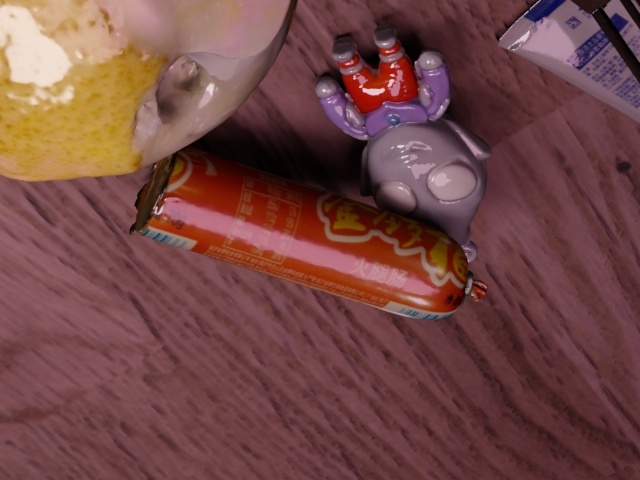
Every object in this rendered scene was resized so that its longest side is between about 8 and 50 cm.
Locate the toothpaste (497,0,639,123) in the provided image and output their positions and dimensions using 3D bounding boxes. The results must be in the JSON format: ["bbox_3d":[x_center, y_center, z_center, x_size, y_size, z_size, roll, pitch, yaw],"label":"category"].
[{"bbox_3d":[0.254,-0.126,1.491,0.266,0.061,0.096,26,121,-33],"label":"toothpaste"}]

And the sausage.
[{"bbox_3d":[0.000,0.000,1.422,0.264,0.083,0.083,18,127,-17],"label":"sausage"}]

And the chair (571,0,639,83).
[{"bbox_3d":[0.195,-0.170,1.284,0.084,0.212,0.101,-39,138,18],"label":"chair"}]

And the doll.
[{"bbox_3d":[0.070,-0.063,1.451,0.102,0.075,0.227,-13,130,15],"label":"doll"}]

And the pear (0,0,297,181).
[{"bbox_3d":[-0.138,-0.170,1.103,0.271,0.271,0.271,-13,138,-12],"label":"pear"}]
